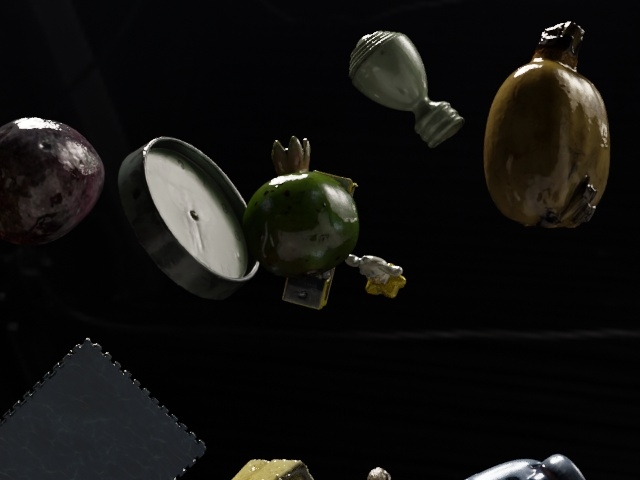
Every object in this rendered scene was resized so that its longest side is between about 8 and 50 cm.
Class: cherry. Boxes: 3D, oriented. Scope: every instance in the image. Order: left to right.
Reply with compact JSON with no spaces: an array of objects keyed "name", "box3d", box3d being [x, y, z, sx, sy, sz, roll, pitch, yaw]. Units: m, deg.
[{"name":"cherry","box3d":[-0.393,-0.085,1.791,0.195,0.195,0.195,5,-90,-73]}]

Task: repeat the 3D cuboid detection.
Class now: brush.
[{"name":"brush","box3d":[0.114,0.489,2.133,0.299,0.042,0.039,-100,4,-54]}]

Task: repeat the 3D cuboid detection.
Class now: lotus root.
[{"name":"lotus root","box3d":[0.328,-0.167,1.850,0.183,0.183,0.309,29,-115,-72]}]

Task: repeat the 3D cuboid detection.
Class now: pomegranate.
[{"name":"pomegranate","box3d":[-0.035,-0.052,2.033,0.187,0.187,0.225,51,-152,-66]}]

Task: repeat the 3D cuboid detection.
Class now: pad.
[{"name":"pad","box3d":[-0.351,0.320,1.934,0.269,0.270,0.012,-46,18,-1]}]

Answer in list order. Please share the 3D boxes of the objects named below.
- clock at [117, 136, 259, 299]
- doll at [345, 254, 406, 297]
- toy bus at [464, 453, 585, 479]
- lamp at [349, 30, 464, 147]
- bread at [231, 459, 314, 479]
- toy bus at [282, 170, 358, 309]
[{"name":"clock","box3d":[-0.233,-0.043,2.347,0.319,0.066,0.319,42,-151,-30]},{"name":"doll","box3d":[0.122,0.062,2.601,0.113,0.135,0.071,38,-111,-22]},{"name":"toy bus","box3d":[0.230,0.384,1.314,0.197,0.294,0.231,-30,-49,-14]},{"name":"lamp","box3d":[0.120,-0.218,1.846,0.106,0.193,0.106,-38,-11,-9]},{"name":"bread","box3d":[-0.143,0.642,2.311,0.405,0.242,0.345,-39,-73,-24]},{"name":"toy bus","box3d":[0.000,0.000,2.171,0.074,0.081,0.226,7,-85,-78]}]
